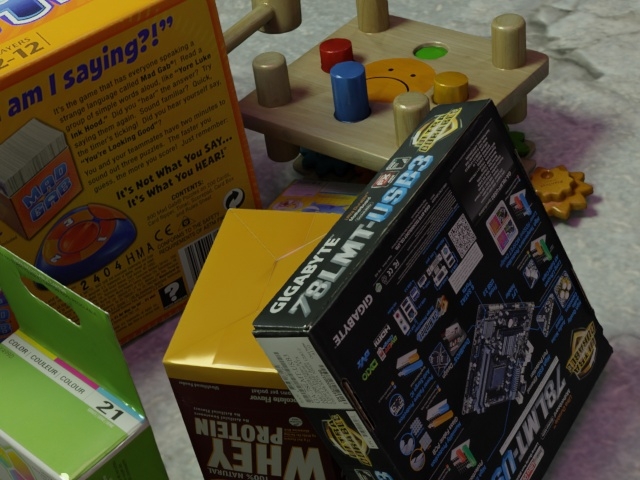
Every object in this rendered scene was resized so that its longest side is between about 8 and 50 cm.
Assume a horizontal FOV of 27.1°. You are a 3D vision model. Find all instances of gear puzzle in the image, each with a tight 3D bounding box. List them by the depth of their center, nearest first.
[{"bbox_3d":[0.138,-0.089,1.467,0.339,0.044,0.175,21,51,30],"label":"gear puzzle"}]

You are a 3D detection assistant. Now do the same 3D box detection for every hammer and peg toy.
[{"bbox_3d":[0.032,-0.173,1.453,0.361,0.127,0.266,20,45,32],"label":"hammer and peg toy"}]

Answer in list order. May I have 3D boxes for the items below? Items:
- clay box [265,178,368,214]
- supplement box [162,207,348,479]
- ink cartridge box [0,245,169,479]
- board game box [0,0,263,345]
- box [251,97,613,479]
[{"bbox_3d":[0.000,0.000,1.341,0.127,0.053,0.222,5,24,17],"label":"clay box"},{"bbox_3d":[-0.031,0.108,1.177,0.129,0.194,0.191,3,44,16],"label":"supplement box"},{"bbox_3d":[-0.241,0.139,1.143,0.189,0.255,0.097,27,55,35],"label":"ink cartridge box"},{"bbox_3d":[-0.314,-0.113,1.356,0.356,0.356,0.356,-30,46,-20],"label":"board game box"},{"bbox_3d":[0.111,0.084,1.104,0.073,0.293,0.295,-1,39,44],"label":"box"}]
